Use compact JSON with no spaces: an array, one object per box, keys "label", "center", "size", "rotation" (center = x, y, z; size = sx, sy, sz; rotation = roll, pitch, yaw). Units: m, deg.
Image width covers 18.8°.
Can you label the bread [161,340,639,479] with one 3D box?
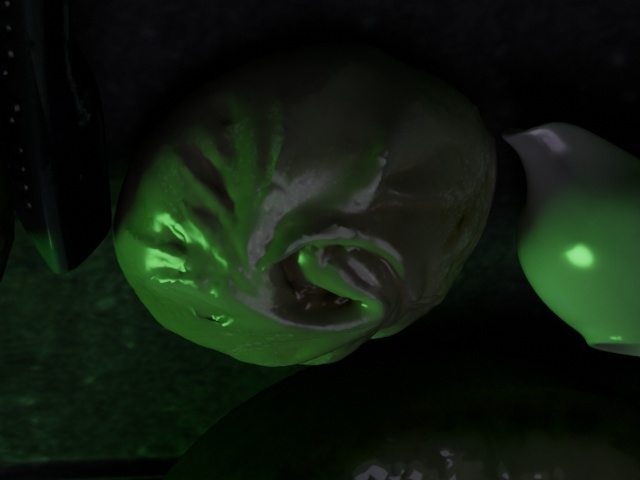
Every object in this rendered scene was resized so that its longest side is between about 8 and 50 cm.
[{"label":"bread","center":[0.062,0.242,1.024],"size":[0.382,0.129,0.366],"rotation":[-28,111,-7]}]

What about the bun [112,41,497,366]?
[{"label":"bun","center":[0.000,0.000,0.885],"size":[0.183,0.102,0.183],"rotation":[-7,139,-6]}]

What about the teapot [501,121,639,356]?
[{"label":"teapot","center":[0.173,0.011,0.922],"size":[0.226,0.092,0.145],"rotation":[14,172,-36]}]

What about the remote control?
[{"label":"remote control","center":[-0.119,-0.068,0.806],"size":[0.042,0.072,0.222],"rotation":[-25,147,-19]}]

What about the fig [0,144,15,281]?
[{"label":"fig","center":[-0.195,-0.023,0.797],"size":[0.203,0.203,0.235],"rotation":[-45,160,29]}]
